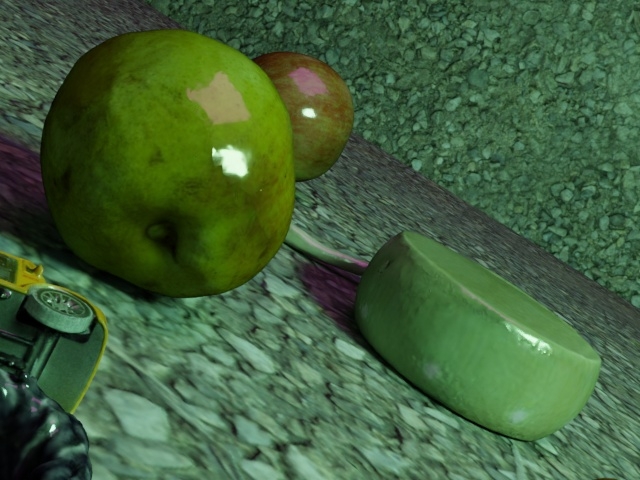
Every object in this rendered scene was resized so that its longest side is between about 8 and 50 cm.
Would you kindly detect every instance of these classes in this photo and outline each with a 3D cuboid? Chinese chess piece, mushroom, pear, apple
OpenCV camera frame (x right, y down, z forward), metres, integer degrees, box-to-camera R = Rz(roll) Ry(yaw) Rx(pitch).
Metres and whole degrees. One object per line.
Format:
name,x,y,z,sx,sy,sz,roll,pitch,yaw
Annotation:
Chinese chess piece,0.153,0.091,0.873,0.250,0.101,0.250,29,12,-7
mushroom,-0.001,0.003,1.028,0.306,0.043,0.068,29,-6,-4
pear,-0.106,-0.055,0.636,0.200,0.200,0.200,29,12,-7
apple,-0.051,-0.182,1.290,0.173,0.188,0.188,11,22,-38

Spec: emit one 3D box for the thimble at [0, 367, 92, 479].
thimble,-0.129,0.084,0.288,0.095,0.066,0.104,34,12,4

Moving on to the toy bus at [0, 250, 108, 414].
toy bus,-0.180,0.028,0.389,0.162,0.070,0.074,25,11,-23

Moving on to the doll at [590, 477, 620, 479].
doll,0.297,0.229,0.530,0.269,0.167,0.162,30,13,-17
